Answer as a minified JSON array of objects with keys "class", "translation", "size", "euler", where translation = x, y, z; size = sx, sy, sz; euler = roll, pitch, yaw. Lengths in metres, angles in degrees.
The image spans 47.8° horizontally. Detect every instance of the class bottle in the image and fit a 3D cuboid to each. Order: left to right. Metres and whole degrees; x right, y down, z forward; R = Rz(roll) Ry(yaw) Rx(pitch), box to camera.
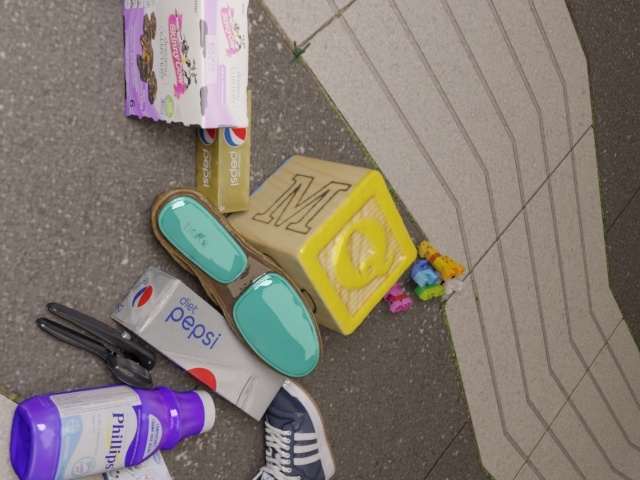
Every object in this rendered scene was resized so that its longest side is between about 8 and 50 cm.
[{"class":"bottle","translation":[-0.284,0.264,1.026],"size":[0.283,0.092,0.118],"euler":[1,106,-43]}]

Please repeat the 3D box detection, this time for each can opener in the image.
[{"class":"can opener","translation":[-0.303,0.140,1.001],"size":[0.186,0.073,0.059],"euler":[43,74,-29]}]

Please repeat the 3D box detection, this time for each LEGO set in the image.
[{"class":"LEGO set","translation":[0.205,0.059,1.431],"size":[0.227,0.093,0.087],"euler":[-10,140,-45]}]

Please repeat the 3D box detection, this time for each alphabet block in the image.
[{"class":"alphabet block","translation":[0.000,0.000,1.139],"size":[0.193,0.197,0.192],"euler":[-48,128,-22]}]

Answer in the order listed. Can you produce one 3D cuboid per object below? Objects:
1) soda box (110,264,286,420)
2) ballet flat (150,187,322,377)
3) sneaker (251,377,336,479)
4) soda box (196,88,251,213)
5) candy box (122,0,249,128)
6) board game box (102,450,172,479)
[{"class":"soda box","translation":[-0.174,0.161,1.099],"size":[0.098,0.091,0.286],"euler":[-55,131,-16]},{"class":"ballet flat","translation":[-0.123,0.057,1.064],"size":[0.116,0.124,0.342],"euler":[-44,108,-4]},{"class":"sneaker","translation":[-0.070,0.362,1.246],"size":[0.153,0.099,0.282],"euler":[-39,128,-30]},{"class":"soda box","translation":[-0.143,-0.133,1.064],"size":[0.058,0.061,0.181],"euler":[-11,109,-41]},{"class":"candy box","translation":[-0.174,-0.232,0.916],"size":[0.070,0.196,0.164],"euler":[-9,107,-41]},{"class":"board game box","translation":[-0.268,0.368,1.081],"size":[0.090,0.090,0.020],"euler":[-12,154,-39]}]
